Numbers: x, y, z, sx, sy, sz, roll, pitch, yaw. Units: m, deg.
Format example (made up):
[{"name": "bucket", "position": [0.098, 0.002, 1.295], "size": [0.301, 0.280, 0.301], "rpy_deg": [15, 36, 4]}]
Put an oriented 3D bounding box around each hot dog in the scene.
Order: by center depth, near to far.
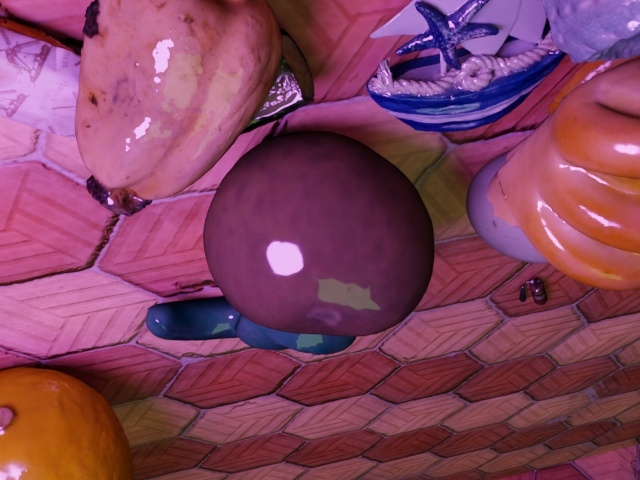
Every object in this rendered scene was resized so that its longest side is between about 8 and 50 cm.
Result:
[{"name": "hot dog", "position": [-0.266, -0.143, 0.627], "size": [0.192, 0.053, 0.099], "rpy_deg": [14, 136, -34]}]

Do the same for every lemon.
[{"name": "lemon", "position": [-0.434, 0.347, 1.044], "size": [0.348, 0.347, 0.348], "rpy_deg": [-11, 147, -7]}]

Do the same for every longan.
[{"name": "longan", "position": [0.000, 0.000, 0.772], "size": [0.248, 0.248, 0.248], "rpy_deg": [-11, 147, -7]}]

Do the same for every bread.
[{"name": "bread", "position": [0.363, -0.073, 0.717], "size": [0.316, 0.211, 0.270], "rpy_deg": [-17, 165, -24]}]

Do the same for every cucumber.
[{"name": "cucumber", "position": [-0.113, -0.129, 0.708], "size": [0.211, 0.062, 0.078], "rpy_deg": [-21, 103, 19]}]

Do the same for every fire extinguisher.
[{"name": "fire extinguisher", "position": [0.372, 0.088, 1.274], "size": [0.046, 0.032, 0.100], "rpy_deg": [8, 158, 28]}]

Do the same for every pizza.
[{"name": "pizza", "position": [0.359, -0.189, 0.833], "size": [0.131, 0.041, 0.178], "rpy_deg": [17, 135, -36]}]

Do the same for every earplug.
[{"name": "earplug", "position": [-0.064, 0.068, 0.976], "size": [0.258, 0.164, 0.280], "rpy_deg": [32, 120, -4]}]

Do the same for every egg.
[{"name": "egg", "position": [0.276, -0.046, 0.912], "size": [0.193, 0.149, 0.149], "rpy_deg": [6, 142, -20]}]

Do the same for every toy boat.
[{"name": "toy boat", "position": [0.124, -0.209, 0.685], "size": [0.210, 0.070, 0.292], "rpy_deg": [-32, 141, 16]}]

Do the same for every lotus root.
[{"name": "lotus root", "position": [-0.123, -0.141, 0.594], "size": [0.155, 0.140, 0.256], "rpy_deg": [24, 114, -25]}]

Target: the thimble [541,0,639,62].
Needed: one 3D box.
[{"name": "thimble", "position": [0.281, -0.236, 0.574], "size": [0.235, 0.143, 0.198], "rpy_deg": [-15, 179, 6]}]
